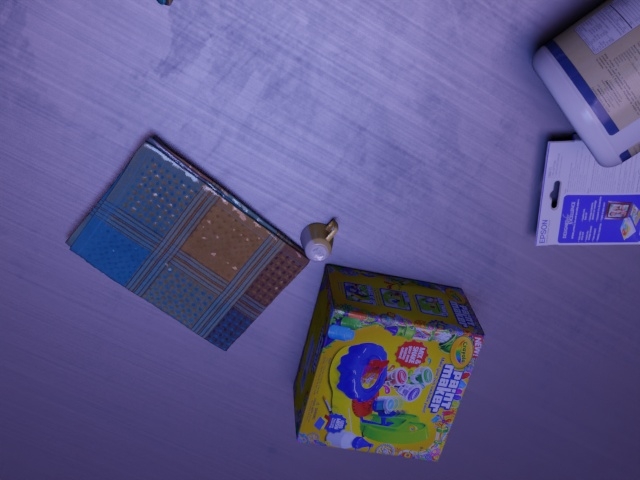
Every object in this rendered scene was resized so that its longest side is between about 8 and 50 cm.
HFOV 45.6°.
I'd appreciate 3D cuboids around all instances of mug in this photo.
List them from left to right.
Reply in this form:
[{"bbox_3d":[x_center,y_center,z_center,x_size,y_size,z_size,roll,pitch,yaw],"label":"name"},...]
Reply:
[{"bbox_3d":[-0.004,0.002,1.383,0.062,0.064,0.078,7,114,-6],"label":"mug"}]

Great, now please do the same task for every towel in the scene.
[{"bbox_3d":[-0.239,0.017,1.392,0.370,0.040,0.271,37,108,-20],"label":"towel"}]

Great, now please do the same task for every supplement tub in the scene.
[{"bbox_3d":[0.518,-0.285,1.178,0.316,0.228,0.228,-34,112,19],"label":"supplement tub"}]

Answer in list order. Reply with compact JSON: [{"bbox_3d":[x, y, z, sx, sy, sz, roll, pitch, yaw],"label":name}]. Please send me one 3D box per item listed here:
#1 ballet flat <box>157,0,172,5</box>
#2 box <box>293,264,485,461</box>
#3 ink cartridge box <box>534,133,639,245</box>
[{"bbox_3d":[-0.258,-0.475,1.147,0.073,0.080,0.232,-35,118,-21],"label":"ballet flat"},{"bbox_3d":[0.116,0.231,1.435,0.279,0.177,0.289,10,114,-9],"label":"box"},{"bbox_3d":[0.495,-0.091,1.382,0.208,0.045,0.206,-1,115,-4],"label":"ink cartridge box"}]
